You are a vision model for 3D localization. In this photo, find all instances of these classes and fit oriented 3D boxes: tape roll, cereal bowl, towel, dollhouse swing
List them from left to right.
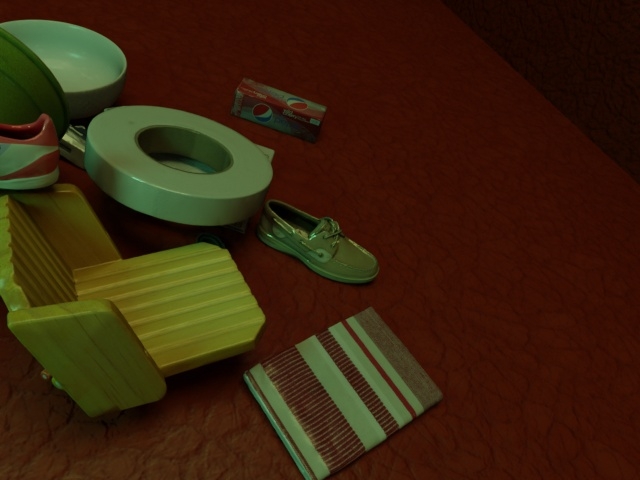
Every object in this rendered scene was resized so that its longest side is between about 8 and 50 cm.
[{"bbox_3d":[-0.661,-0.406,1.359,0.339,0.141,0.338,12,44,-11],"label":"cereal bowl"},{"bbox_3d":[-0.298,0.045,0.898,0.305,0.315,0.346,-25,43,-12],"label":"dollhouse swing"},{"bbox_3d":[-0.296,-0.170,1.163,0.393,0.072,0.392,16,31,-10],"label":"tape roll"},{"bbox_3d":[0.047,0.277,1.029,0.329,0.037,0.237,-20,58,-35],"label":"towel"}]

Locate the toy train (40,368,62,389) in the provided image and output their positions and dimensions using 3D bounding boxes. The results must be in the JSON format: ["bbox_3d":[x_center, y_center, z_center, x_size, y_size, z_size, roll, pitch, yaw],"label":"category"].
[{"bbox_3d":[-0.381,0.203,0.923,0.167,0.046,0.125,-4,35,-21],"label":"toy train"}]

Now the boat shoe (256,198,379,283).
[{"bbox_3d":[0.000,0.000,1.244,0.303,0.098,0.109,26,42,4],"label":"boat shoe"}]

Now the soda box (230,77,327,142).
[{"bbox_3d":[-0.121,-0.382,1.600,0.264,0.083,0.092,19,42,-4],"label":"soda box"}]

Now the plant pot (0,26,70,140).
[{"bbox_3d":[-0.703,-0.167,0.976,0.367,0.366,0.352,14,54,-9],"label":"plant pot"}]

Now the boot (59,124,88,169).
[{"bbox_3d":[-0.587,-0.243,1.270,0.190,0.069,0.086,38,35,-9],"label":"boot"}]

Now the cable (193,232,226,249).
[{"bbox_3d":[-0.192,0.081,1.102,0.140,0.072,0.287,6,44,-17],"label":"cable"}]

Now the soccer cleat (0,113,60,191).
[{"bbox_3d":[-0.551,-0.133,0.790,0.319,0.116,0.108,-7,38,-36],"label":"soccer cleat"}]

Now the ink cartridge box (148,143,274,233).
[{"bbox_3d":[-0.301,-0.155,1.304,0.324,0.071,0.330,19,44,-6],"label":"ink cartridge box"}]
